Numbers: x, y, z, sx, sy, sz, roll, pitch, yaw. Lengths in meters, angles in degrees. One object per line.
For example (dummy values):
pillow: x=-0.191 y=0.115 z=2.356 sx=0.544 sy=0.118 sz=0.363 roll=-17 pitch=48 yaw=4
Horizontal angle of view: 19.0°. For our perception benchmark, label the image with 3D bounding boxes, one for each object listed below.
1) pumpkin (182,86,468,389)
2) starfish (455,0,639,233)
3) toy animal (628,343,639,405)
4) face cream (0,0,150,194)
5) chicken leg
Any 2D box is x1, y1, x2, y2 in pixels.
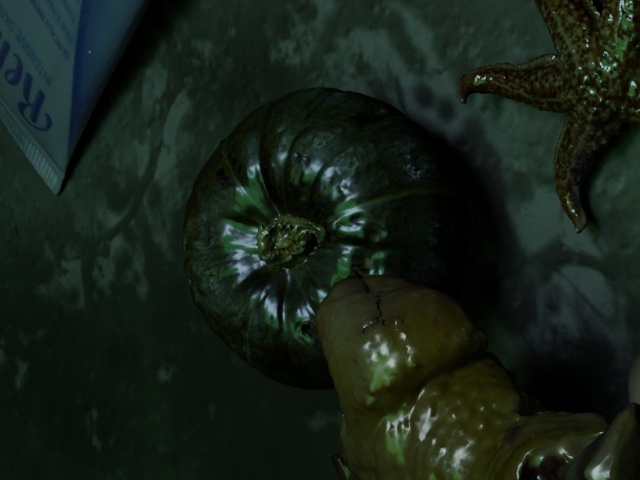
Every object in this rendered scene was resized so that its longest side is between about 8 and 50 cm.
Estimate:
pumpkin: x=0.000 y=0.000 z=1.380 sx=0.224 sy=0.157 sz=0.223 roll=1 pitch=92 yaw=32
starfish: x=0.189 y=-0.106 z=1.263 sx=0.238 sy=0.057 sz=0.213 roll=41 pitch=130 yaw=28
toy animal: x=0.292 y=0.077 z=1.146 sx=0.250 sy=0.154 sz=0.166 roll=-20 pitch=47 yaw=52
face cream: x=-0.209 y=-0.250 z=1.563 sx=0.235 sy=0.137 sz=0.420 roll=54 pitch=139 yaw=18
chicken leg: x=0.105 y=0.134 z=1.195 sx=0.295 sy=0.182 sz=0.409 roll=56 pitch=167 yaw=5
